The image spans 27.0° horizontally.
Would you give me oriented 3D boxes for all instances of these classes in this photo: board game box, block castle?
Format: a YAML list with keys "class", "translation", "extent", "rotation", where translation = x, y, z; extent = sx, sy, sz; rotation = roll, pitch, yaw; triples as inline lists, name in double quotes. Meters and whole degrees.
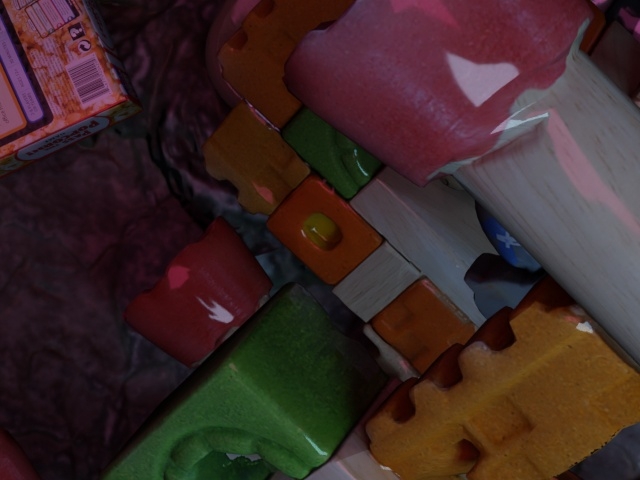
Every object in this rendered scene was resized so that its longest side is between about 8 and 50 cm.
- class: "board game box"
  translation: [-0.229, -0.107, 0.827]
  extent: [0.193, 0.045, 0.147]
  rotation: [-24, 85, 4]
- class: "block castle"
  translation: [0.000, 0.000, 0.590]
  extent: [0.213, 0.303, 0.453]
  rotation: [45, 131, -1]

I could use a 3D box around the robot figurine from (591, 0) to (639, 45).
- class: "robot figurine"
  translation: [0.205, -0.088, 0.720]
  extent: [0.278, 0.173, 0.209]
  rotation: [37, 78, 6]

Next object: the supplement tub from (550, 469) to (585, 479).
- class: "supplement tub"
  translation: [0.049, 0.271, 0.698]
  extent: [0.207, 0.207, 0.338]
  rotation: [32, 90, 6]

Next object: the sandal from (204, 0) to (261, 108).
- class: "sandal"
  translation: [0.042, -0.198, 0.785]
  extent: [0.120, 0.086, 0.303]
  rotation: [33, 90, 6]
